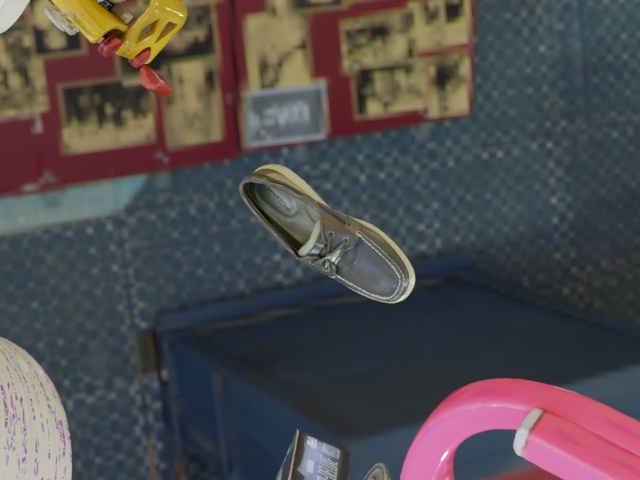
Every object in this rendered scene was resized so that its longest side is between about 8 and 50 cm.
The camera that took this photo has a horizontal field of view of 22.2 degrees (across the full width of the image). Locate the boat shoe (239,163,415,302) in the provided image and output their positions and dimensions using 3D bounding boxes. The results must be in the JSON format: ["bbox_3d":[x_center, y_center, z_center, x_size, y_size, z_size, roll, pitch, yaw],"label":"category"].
[{"bbox_3d":[0.000,-0.001,1.793,0.223,0.080,0.073,38,-156,12],"label":"boat shoe"}]

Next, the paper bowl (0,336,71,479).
[{"bbox_3d":[-0.319,0.175,1.109,0.284,0.284,0.148,5,161,41],"label":"paper bowl"}]

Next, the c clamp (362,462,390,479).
[{"bbox_3d":[0.041,0.320,1.733,0.022,0.160,0.137,17,144,-14],"label":"c clamp"}]

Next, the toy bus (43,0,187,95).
[{"bbox_3d":[-0.226,-0.271,1.844,0.104,0.191,0.202,-47,-144,8],"label":"toy bus"}]

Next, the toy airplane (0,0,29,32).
[{"bbox_3d":[-0.181,-0.394,1.315,0.272,0.386,0.384,25,145,-33],"label":"toy airplane"}]

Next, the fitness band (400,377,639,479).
[{"bbox_3d":[0.181,0.203,1.033,0.291,0.209,0.054,29,-133,17],"label":"fitness band"}]

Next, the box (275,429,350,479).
[{"bbox_3d":[-0.060,0.401,1.890,0.077,0.307,0.242,24,-168,-2],"label":"box"}]
